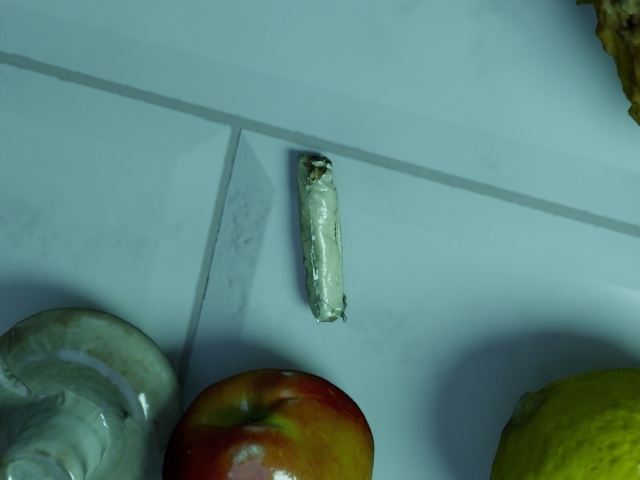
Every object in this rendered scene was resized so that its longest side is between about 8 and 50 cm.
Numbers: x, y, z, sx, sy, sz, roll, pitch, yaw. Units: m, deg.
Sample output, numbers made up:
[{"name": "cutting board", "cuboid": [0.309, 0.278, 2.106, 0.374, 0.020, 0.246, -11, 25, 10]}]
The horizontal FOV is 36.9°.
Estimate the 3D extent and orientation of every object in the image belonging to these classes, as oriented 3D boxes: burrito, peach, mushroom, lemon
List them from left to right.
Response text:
[{"name": "mushroom", "cuboid": [-0.274, 0.199, 1.023, 0.243, 0.243, 0.244, 2, 104, 9]}, {"name": "peach", "cuboid": [-0.052, 0.253, 1.014, 0.243, 0.199, 0.243, -15, 120, -27]}, {"name": "burrito", "cuboid": [0.000, 0.000, 1.023, 0.045, 0.041, 0.186, -11, 105, -30]}, {"name": "lemon", "cuboid": [0.301, 0.258, 0.915, 0.293, 0.293, 0.293, 2, 104, 9]}]

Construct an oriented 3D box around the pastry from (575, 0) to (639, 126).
[{"name": "pastry", "cuboid": [0.408, -0.195, 0.774, 0.405, 0.292, 0.337, -4, 113, 2]}]
